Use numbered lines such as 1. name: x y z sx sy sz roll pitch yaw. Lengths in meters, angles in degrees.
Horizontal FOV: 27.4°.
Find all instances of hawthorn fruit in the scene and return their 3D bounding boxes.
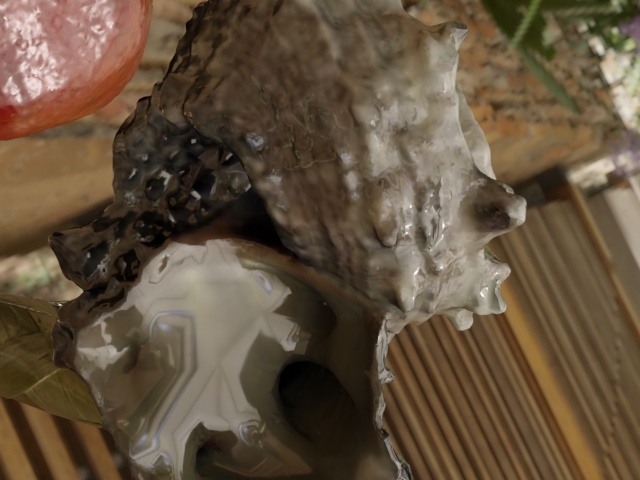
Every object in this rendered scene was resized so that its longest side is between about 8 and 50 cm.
1. hawthorn fruit: -0.300 -0.203 1.124 0.307 0.265 0.265 -41 -176 -31

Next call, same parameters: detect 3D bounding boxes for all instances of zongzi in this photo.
1. zongzi: -0.255 0.098 1.060 0.160 0.078 0.176 10 -161 -32

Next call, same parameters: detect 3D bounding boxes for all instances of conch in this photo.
1. conch: 0.000 -0.001 0.618 0.186 0.313 0.241 16 177 -40
